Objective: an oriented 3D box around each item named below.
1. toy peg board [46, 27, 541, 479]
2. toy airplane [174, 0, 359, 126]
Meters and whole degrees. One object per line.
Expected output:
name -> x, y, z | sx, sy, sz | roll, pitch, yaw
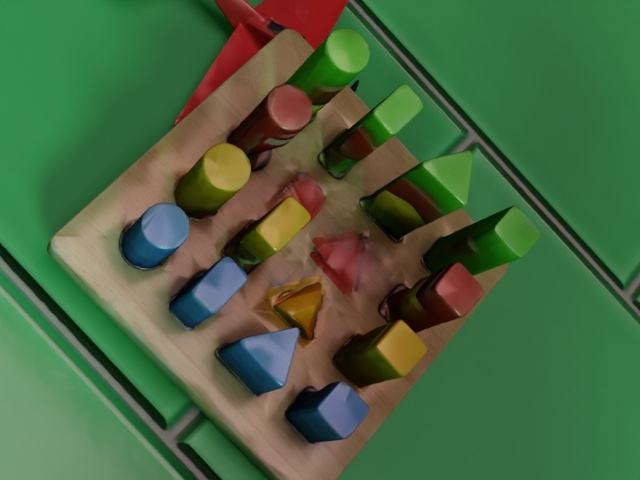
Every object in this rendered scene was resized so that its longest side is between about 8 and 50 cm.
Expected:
toy peg board -> 0.000, 0.000, 0.447 | 0.161, 0.079, 0.160 | 46, 64, -5
toy airplane -> -0.040, -0.116, 0.522 | 0.151, 0.028, 0.151 | 9, 67, -22
